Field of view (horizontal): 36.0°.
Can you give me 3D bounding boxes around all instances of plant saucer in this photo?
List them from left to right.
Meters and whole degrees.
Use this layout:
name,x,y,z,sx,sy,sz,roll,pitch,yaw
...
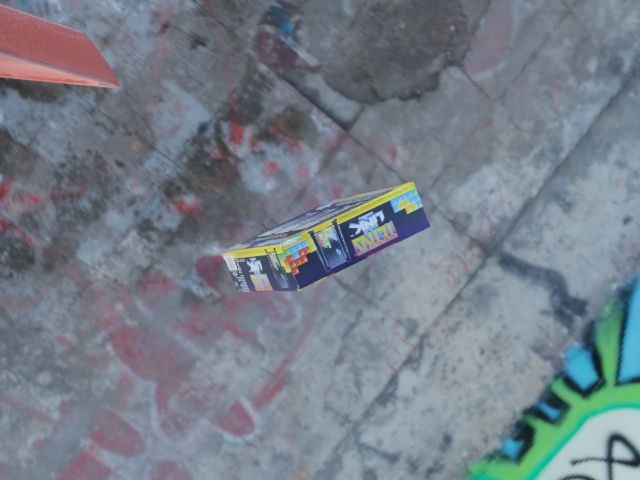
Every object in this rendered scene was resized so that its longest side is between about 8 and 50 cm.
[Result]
name,x,y,z,sx,sy,sz,roll,pitch,yaw
plant saucer,-0.344,-0.182,0.834,0.259,0.258,0.048,7,93,-63

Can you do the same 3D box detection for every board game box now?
name,x,y,z,sx,sy,sz,roll,pitch,yaw
board game box,0.000,0.000,0.916,0.141,0.170,0.048,-24,96,-21
